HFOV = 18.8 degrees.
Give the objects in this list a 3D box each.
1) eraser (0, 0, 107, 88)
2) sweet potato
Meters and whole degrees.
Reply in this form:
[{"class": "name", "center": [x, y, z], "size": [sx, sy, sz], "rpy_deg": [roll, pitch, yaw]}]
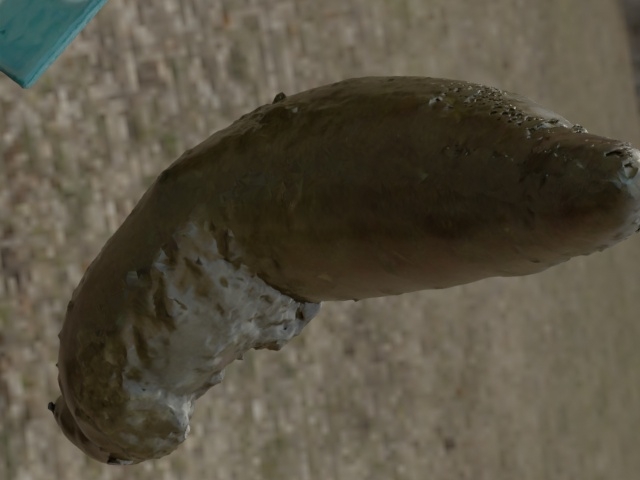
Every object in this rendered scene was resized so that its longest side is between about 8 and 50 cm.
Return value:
[{"class": "eraser", "center": [-0.065, -0.163, 0.786], "size": [0.052, 0.225, 0.095], "rpy_deg": [42, 6, -13]}, {"class": "sweet potato", "center": [-0.002, -0.002, 0.757], "size": [0.098, 0.310, 0.124], "rpy_deg": [35, 42, -42]}]
